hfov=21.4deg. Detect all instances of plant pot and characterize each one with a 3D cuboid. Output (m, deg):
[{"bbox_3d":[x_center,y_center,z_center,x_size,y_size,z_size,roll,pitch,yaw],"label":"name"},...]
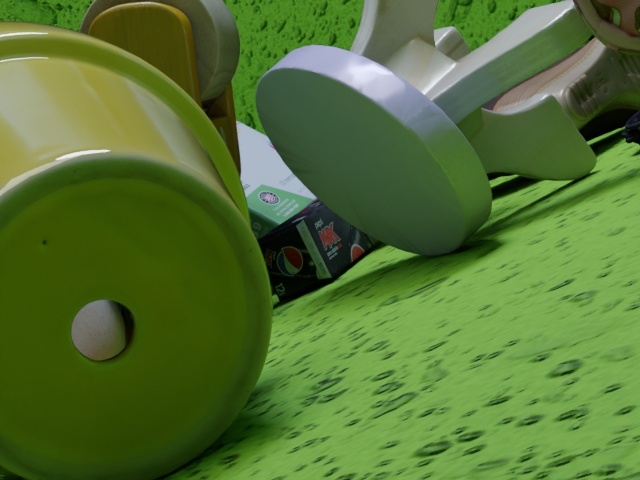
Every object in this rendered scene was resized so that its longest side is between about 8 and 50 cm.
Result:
[{"bbox_3d":[-0.141,0.019,0.888,0.254,0.254,0.239,-26,20,-14],"label":"plant pot"}]

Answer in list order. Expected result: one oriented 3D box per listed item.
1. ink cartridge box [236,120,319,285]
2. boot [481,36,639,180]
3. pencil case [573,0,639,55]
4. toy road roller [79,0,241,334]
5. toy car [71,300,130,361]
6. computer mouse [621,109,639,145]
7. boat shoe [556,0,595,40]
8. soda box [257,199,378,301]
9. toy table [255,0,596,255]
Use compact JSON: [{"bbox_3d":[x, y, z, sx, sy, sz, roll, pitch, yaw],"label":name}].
[{"bbox_3d":[-0.110,-0.051,1.616,0.154,0.212,0.093,-42,-24,-61],"label":"ink cartridge box"},{"bbox_3d":[0.198,-0.113,1.528,0.207,0.090,0.248,-25,0,42],"label":"boot"},{"bbox_3d":[0.274,-0.229,1.214,0.160,0.167,0.386,-10,11,19],"label":"pencil case"},{"bbox_3d":[-0.187,-0.050,1.411,0.241,0.329,0.202,-3,6,5],"label":"toy road roller"},{"bbox_3d":[-0.207,0.079,1.166,0.219,0.210,0.238,-40,-21,-13],"label":"toy car"},{"bbox_3d":[0.353,-0.151,1.282,0.262,0.060,0.184,-36,4,21],"label":"computer mouse"},{"bbox_3d":[0.307,-0.199,1.592,0.233,0.079,0.084,-4,15,8],"label":"boat shoe"},{"bbox_3d":[0.000,0.000,1.470,0.053,0.060,0.169,-25,4,21],"label":"soda box"},{"bbox_3d":[0.080,-0.103,1.225,0.161,0.252,0.274,-43,28,-16],"label":"toy table"}]
